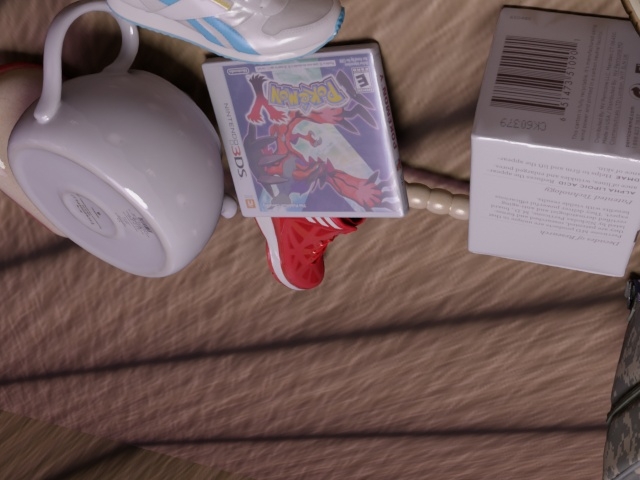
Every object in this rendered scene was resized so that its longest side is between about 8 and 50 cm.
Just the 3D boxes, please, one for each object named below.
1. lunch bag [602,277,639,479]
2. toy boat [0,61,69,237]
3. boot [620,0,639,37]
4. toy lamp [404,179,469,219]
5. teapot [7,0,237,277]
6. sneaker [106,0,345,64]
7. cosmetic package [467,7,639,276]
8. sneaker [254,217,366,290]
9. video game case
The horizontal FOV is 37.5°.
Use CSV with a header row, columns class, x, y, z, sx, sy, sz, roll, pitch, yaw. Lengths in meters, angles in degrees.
class,x,y,z,sx,sy,sz,roll,pitch,yaw
lunch bag,0.482,0.182,1.059,0.305,0.256,0.213,14,149,5
toy boat,-0.340,-0.119,1.154,0.151,0.151,0.231,32,167,44
boot,0.331,-0.170,0.698,0.165,0.077,0.213,-37,81,22
toy lamp,0.091,-0.056,1.054,0.274,0.080,0.080,15,151,1
teapot,-0.200,-0.099,1.028,0.252,0.187,0.256,35,153,-4
sneaker,-0.090,-0.227,0.846,0.228,0.087,0.092,13,149,5
cosmetic package,0.219,-0.085,0.849,0.151,0.151,0.184,10,151,14
sneaker,0.000,0.000,1.192,0.128,0.087,0.221,7,151,22
video game case,-0.016,-0.109,0.989,0.201,0.023,0.184,1,118,28
